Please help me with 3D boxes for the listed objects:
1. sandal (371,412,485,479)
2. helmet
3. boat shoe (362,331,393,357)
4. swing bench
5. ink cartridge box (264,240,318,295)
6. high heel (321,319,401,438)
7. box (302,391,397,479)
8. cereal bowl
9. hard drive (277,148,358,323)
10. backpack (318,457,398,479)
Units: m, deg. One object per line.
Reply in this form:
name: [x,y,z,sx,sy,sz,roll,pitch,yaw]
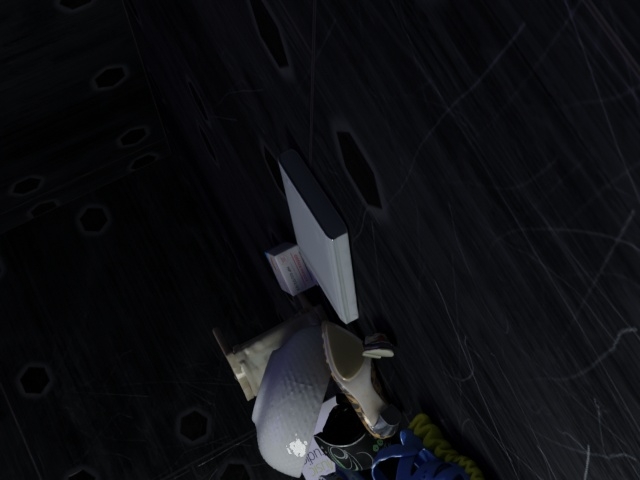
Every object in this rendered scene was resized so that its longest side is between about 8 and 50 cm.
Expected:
sandal: [0.183,0.400,1.478,0.126,0.138,0.317,68,167,-15]
helmet: [0.075,0.429,2.020,0.169,0.169,0.161,54,179,41]
boat shoe: [0.101,0.183,1.604,0.137,0.049,0.043,125,157,-79]
swing bench: [-0.107,0.258,2.246,0.165,0.253,0.254,66,170,-15]
ink cartridge box: [-0.069,0.065,2.107,0.104,0.061,0.181,65,170,-8]
high heel: [0.072,0.292,1.883,0.261,0.093,0.186,55,167,16]
box: [0.062,0.557,2.275,0.058,0.232,0.322,-14,-108,-60]
cereal bowl: [-0.062,0.339,2.000,0.339,0.141,0.339,16,-90,-87]
hard drive: [0.000,0.000,1.662,0.203,0.040,0.308,58,169,30]
backpack: [0.115,0.635,2.066,0.276,0.213,0.264,-140,40,-61]
